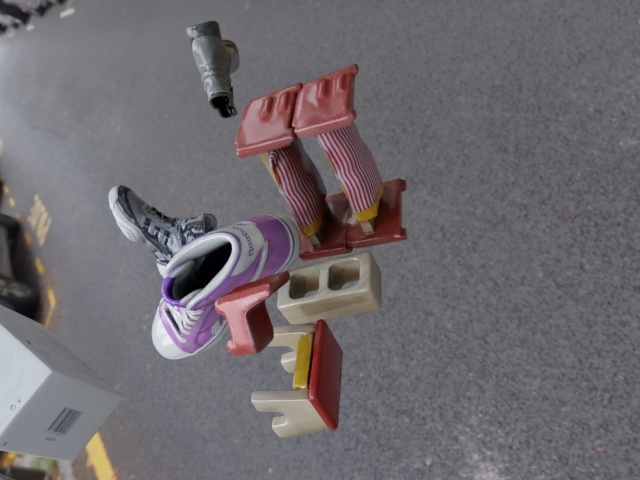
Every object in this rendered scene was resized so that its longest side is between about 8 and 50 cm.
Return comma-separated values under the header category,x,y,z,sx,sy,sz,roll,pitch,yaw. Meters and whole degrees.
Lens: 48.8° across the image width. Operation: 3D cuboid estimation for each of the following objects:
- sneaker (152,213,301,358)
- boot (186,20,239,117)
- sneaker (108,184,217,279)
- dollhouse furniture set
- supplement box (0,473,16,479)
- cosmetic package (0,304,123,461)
category,x,y,z,sx,sy,sz,roll,pitch,yaw
sneaker,-0.164,0.067,0.878,0.102,0.161,0.282,51,120,13
boot,-0.197,-0.309,1.366,0.246,0.083,0.161,0,-104,-86
sneaker,-0.308,-0.033,1.466,0.153,0.269,0.101,-35,7,18
dollhouse furniture set,0.000,0.000,0.797,0.152,0.201,0.374,-14,42,18
supplement box,-0.656,0.486,1.267,0.239,0.073,0.130,67,-138,-69
cosmetic package,-0.471,0.215,1.107,0.224,0.224,0.138,32,78,21
